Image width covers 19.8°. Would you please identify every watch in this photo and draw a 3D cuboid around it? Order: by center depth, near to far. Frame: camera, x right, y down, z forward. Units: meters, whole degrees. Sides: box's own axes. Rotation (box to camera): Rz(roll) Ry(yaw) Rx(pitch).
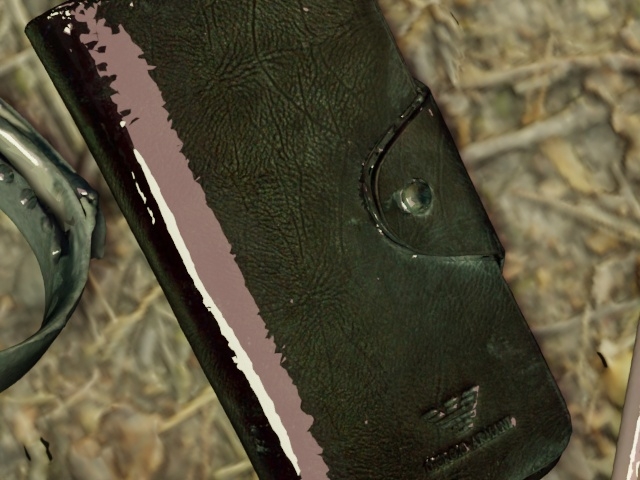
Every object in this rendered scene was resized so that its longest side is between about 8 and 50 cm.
[{"bbox_3d":[-0.206,-0.015,0.822,0.206,0.068,0.193,48,42,5],"label":"watch"}]

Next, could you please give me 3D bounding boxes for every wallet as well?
[{"bbox_3d":[0.000,0.000,0.906,0.172,0.045,0.318,-26,90,-18],"label":"wallet"}]

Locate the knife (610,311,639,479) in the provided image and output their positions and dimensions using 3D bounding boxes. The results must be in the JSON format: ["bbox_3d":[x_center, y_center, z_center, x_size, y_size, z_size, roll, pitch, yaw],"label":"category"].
[{"bbox_3d":[0.197,0.049,0.951,0.132,0.038,0.398,12,85,-13],"label":"knife"}]
